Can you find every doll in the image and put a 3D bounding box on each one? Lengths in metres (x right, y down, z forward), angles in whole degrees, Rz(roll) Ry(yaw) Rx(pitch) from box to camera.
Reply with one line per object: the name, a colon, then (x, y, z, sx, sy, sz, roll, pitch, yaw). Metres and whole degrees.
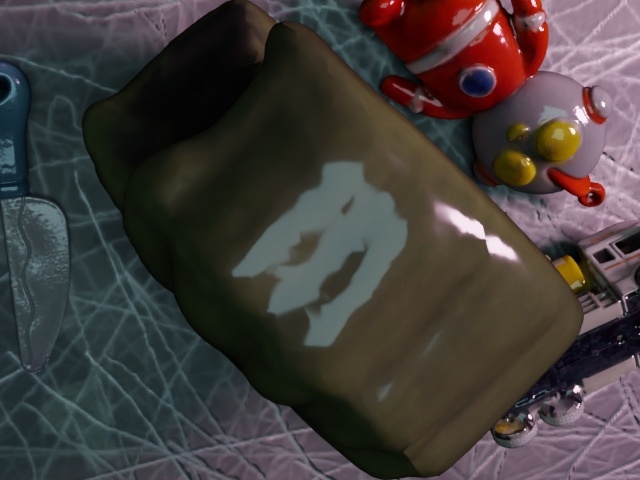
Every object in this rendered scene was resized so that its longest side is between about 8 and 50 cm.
doll: (0.137, -0.111, 1.040, 0.142, 0.076, 0.245, -31, 110, 31)

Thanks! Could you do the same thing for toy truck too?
toy truck: (0.182, 0.066, 1.065, 0.227, 0.114, 0.098, -24, 127, -2)

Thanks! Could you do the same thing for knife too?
knife: (-0.223, -0.017, 1.045, 0.058, 0.032, 0.244, -13, 106, -13)

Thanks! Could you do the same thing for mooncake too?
mooncake: (0.000, 0.000, 0.915, 0.351, 0.351, 0.187, 42, 89, -12)
